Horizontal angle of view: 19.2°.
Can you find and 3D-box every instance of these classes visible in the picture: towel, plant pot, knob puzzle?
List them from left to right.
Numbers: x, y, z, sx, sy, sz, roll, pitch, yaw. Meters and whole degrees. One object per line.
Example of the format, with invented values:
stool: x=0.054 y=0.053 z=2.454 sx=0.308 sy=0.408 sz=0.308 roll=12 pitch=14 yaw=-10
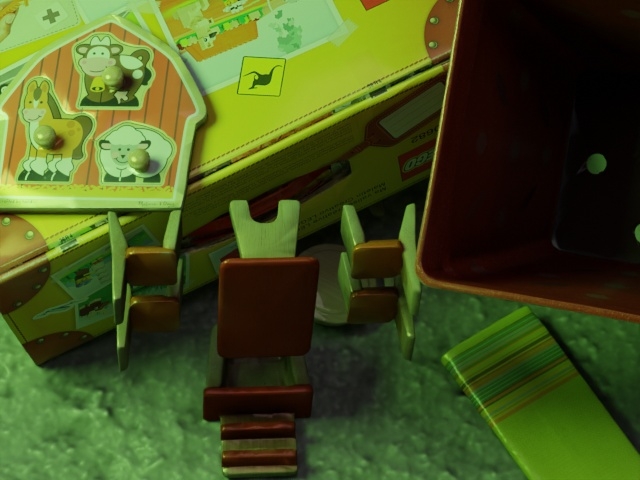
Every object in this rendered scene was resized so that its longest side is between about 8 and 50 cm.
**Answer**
knob puzzle: x=-0.194 y=-0.117 z=1.644 sx=0.213 sy=0.030 sz=0.213 roll=-3 pitch=64 yaw=7
towel: x=0.216 y=0.175 z=1.756 sx=0.102 sy=0.021 sz=0.237 roll=-29 pitch=65 yaw=-14
plant pot: x=0.262 y=-0.068 z=1.609 sx=0.267 sy=0.236 sz=0.267 roll=10 pitch=91 yaw=23

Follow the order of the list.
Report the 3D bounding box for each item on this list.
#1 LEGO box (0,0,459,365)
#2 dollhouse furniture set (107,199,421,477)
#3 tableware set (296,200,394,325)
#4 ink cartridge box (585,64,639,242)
LEGO box: x=-0.130 y=-0.172 z=1.788 sx=0.500 sy=0.193 sz=0.372 roll=-25 pitch=64 yaw=-5
dollhouse furniture set: x=-0.049 y=0.087 z=1.650 sx=0.262 sy=0.259 sz=0.135 roll=-2 pitch=56 yaw=-4
tableware set: x=0.000 y=0.000 z=1.838 sx=0.128 sy=0.039 sz=0.194 roll=-2 pitch=62 yaw=-14
ink cartridge box: x=0.388 y=-0.157 z=1.836 sx=0.285 sy=0.166 sz=0.395 roll=-30 pitch=74 yaw=-13
